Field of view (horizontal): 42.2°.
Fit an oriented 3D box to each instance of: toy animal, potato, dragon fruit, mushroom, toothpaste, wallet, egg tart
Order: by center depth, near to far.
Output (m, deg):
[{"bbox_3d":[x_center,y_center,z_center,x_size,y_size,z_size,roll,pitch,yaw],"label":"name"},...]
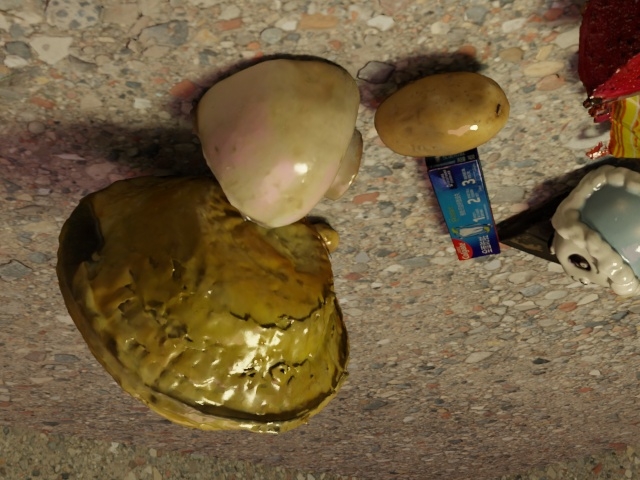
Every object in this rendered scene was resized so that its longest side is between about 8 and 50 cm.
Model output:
[{"bbox_3d":[0.405,-0.261,0.920,0.161,0.126,0.274,1,153,-30],"label":"dragon fruit"},{"bbox_3d":[0.152,-0.162,1.076,0.178,0.118,0.109,-8,120,36],"label":"potato"},{"bbox_3d":[-0.022,-0.116,1.076,0.236,0.162,0.173,18,147,-39],"label":"mushroom"},{"bbox_3d":[-0.124,0.052,1.122,0.443,0.443,0.178,15,130,-32],"label":"egg tart"},{"bbox_3d":[0.229,-0.064,1.317,0.076,0.066,0.320,-11,152,13],"label":"toothpaste"},{"bbox_3d":[0.486,-0.004,1.331,0.204,0.156,0.208,-49,132,4],"label":"toy animal"},{"bbox_3d":[0.000,0.000,1.407,0.068,0.062,0.083,-25,-171,-19],"label":"potato"},{"bbox_3d":[0.477,0.004,1.503,0.321,0.044,0.170,19,142,-38],"label":"wallet"}]

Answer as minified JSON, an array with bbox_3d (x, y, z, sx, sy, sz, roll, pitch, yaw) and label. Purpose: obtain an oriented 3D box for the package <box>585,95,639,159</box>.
[{"bbox_3d":[0.501,-0.180,1.100,0.288,0.108,0.223,-4,159,15],"label":"package"}]
